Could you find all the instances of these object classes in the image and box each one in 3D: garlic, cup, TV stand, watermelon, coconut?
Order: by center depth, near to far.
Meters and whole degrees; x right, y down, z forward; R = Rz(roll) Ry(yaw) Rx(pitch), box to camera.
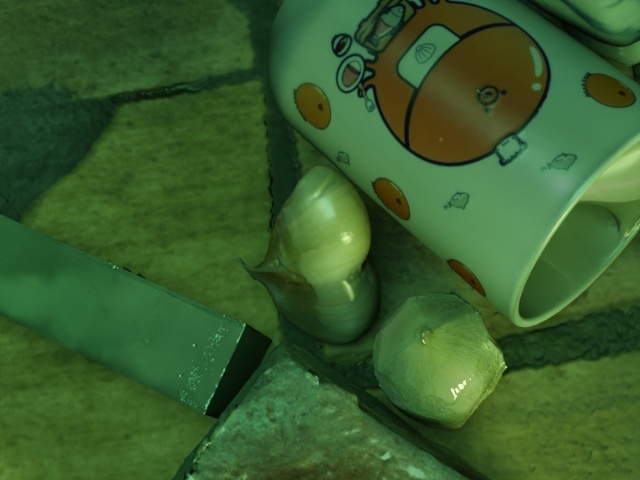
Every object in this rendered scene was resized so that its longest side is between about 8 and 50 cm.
[{"bbox_3d":[-0.005,0.197,1.369,0.387,0.228,0.258,-9,64,7],"label":"watermelon"},{"bbox_3d":[0.098,0.096,1.397,0.110,0.124,0.110,-4,69,9],"label":"coconut"},{"bbox_3d":[0.116,-0.107,1.404,0.317,0.212,0.212,41,89,22],"label":"cup"},{"bbox_3d":[-0.001,0.010,1.440,0.099,0.174,0.124,-32,54,-21],"label":"garlic"},{"bbox_3d":[-0.186,0.067,1.507,0.269,0.083,0.088,24,85,19],"label":"TV stand"}]

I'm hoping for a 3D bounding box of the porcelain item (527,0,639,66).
[{"bbox_3d":[0.240,-0.281,1.310,0.242,0.405,0.178,-35,68,4],"label":"porcelain item"}]
